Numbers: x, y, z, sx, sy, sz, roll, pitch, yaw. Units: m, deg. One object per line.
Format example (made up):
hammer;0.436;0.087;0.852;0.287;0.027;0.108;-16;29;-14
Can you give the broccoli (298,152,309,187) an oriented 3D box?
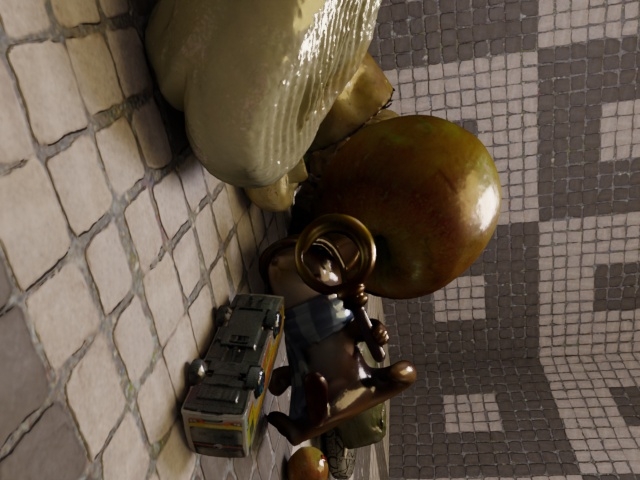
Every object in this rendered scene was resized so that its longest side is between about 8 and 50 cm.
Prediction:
broccoli;-0.069;-0.153;1.149;0.097;0.091;0.095;-137;-148;-64

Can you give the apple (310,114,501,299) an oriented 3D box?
apple;0.170;-0.076;1.179;0.374;0.384;0.375;14;67;-34

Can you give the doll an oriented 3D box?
doll;-0.002;0.146;0.968;0.209;0.317;0.340;18;52;-55

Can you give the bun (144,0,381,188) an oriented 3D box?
bun;-0.078;-0.253;0.740;0.365;0.219;0.365;-58;169;-18

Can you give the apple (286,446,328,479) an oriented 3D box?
apple;-0.025;0.436;1.104;0.071;0.083;0.084;-110;-176;-49

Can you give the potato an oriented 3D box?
potato;-0.013;-0.352;1.234;0.237;0.300;0.288;59;-15;-21

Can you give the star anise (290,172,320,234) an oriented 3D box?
star anise;0.000;0.001;1.385;0.331;0.117;0.332;0;90;-78

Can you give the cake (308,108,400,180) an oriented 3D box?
cake;0.125;-0.177;1.601;0.321;0.332;0.333;-82;164;-56

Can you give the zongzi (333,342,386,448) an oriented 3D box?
zongzi;0.069;0.311;1.471;0.360;0.159;0.323;-86;160;-74

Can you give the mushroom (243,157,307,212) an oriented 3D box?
mushroom;-0.081;-0.120;0.995;0.148;0.112;0.148;-13;90;-85

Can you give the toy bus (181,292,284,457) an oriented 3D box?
toy bus;-0.107;0.167;0.773;0.268;0.092;0.106;-77;169;-63

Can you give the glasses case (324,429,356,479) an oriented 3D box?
glasses case;0.054;0.444;1.540;0.137;0.085;0.355;62;25;-59
